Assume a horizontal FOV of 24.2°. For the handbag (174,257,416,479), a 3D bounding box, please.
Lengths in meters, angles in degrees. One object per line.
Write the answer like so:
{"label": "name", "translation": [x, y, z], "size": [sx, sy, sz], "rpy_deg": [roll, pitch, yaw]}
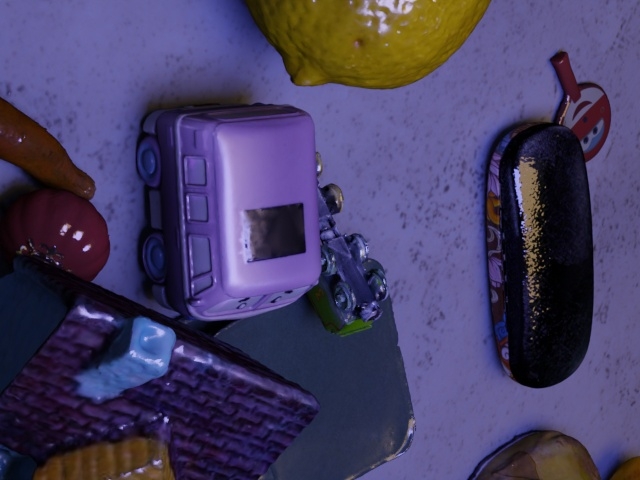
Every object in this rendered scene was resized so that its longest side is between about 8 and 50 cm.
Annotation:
{"label": "handbag", "translation": [-0.031, 0.159, 1.555], "size": [0.260, 0.079, 0.247], "rpy_deg": [-25, 117, -31]}

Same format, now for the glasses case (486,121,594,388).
{"label": "glasses case", "translation": [0.258, 0.020, 1.747], "size": [0.122, 0.082, 0.320], "rpy_deg": [-19, 113, -35]}

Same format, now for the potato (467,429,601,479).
{"label": "potato", "translation": [0.276, 0.392, 1.800], "size": [0.299, 0.196, 0.246], "rpy_deg": [-51, 129, -19]}

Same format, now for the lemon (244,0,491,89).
{"label": "lemon", "translation": [0.050, -0.271, 1.391], "size": [0.267, 0.267, 0.267], "rpy_deg": [-12, 110, -36]}

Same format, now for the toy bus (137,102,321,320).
{"label": "toy bus", "translation": [-0.083, -0.026, 1.407], "size": [0.142, 0.142, 0.202], "rpy_deg": [-10, 101, -37]}

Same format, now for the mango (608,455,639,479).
{"label": "mango", "translation": [0.403, 0.386, 1.962], "size": [0.141, 0.102, 0.217], "rpy_deg": [1, 102, -24]}

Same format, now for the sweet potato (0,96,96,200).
{"label": "sweet potato", "translation": [-0.287, -0.101, 1.283], "size": [0.265, 0.057, 0.057], "rpy_deg": [34, 81, -39]}

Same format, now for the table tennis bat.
{"label": "table tennis bat", "translation": [0.306, -0.159, 1.781], "size": [0.098, 0.019, 0.154], "rpy_deg": [-44, 129, -21]}

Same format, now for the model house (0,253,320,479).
{"label": "model house", "translation": [-0.147, 0.154, 1.251], "size": [0.281, 0.249, 0.229], "rpy_deg": [25, 63, -33]}

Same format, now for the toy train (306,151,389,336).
{"label": "toy train", "translation": [0.000, 0.000, 1.478], "size": [0.060, 0.202, 0.081], "rpy_deg": [-15, 156, -32]}

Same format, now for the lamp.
{"label": "lamp", "translation": [-0.237, 0.000, 1.330], "size": [0.101, 0.101, 0.090], "rpy_deg": [61, 28, -33]}
